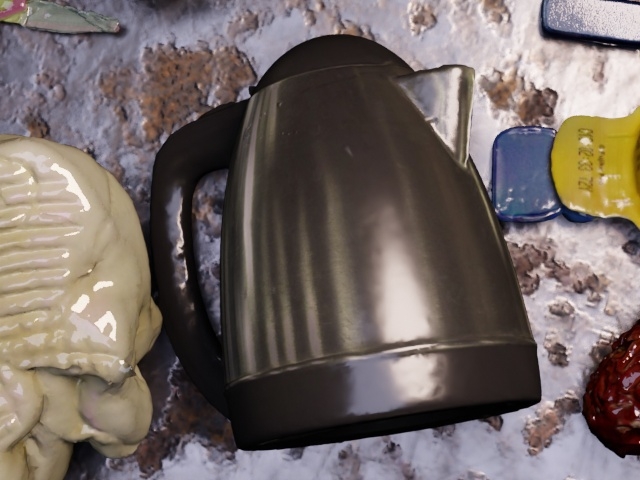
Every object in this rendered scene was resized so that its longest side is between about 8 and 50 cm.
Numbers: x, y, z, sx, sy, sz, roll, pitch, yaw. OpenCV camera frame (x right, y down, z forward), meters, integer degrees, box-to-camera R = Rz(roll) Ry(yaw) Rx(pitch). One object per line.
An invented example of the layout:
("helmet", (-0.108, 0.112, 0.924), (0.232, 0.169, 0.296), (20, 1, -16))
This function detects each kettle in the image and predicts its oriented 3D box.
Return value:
("kettle", (0.017, -0.003, 1.001), (0.207, 0.251, 0.271), (-4, 79, -24))

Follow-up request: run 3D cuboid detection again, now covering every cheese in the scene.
("cheese", (0.242, -0.053, 1.016), (0.250, 0.064, 0.156), (-1, 66, 15))

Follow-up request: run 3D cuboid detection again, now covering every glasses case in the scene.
("glasses case", (0.199, -0.157, 1.050), (0.083, 0.023, 0.033), (10, 94, 8))

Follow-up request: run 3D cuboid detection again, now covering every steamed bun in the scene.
("steamed bun", (-0.250, 0.063, 1.004), (0.320, 0.206, 0.275), (-40, 99, 3))

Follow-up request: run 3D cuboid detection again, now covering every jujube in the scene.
("jujube", (0.249, 0.080, 0.996), (0.166, 0.104, 0.104), (-36, 84, 4))

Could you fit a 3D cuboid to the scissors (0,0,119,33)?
("scissors", (-0.241, -0.180, 1.101), (0.187, 0.020, 0.133), (-3, 83, 7))
